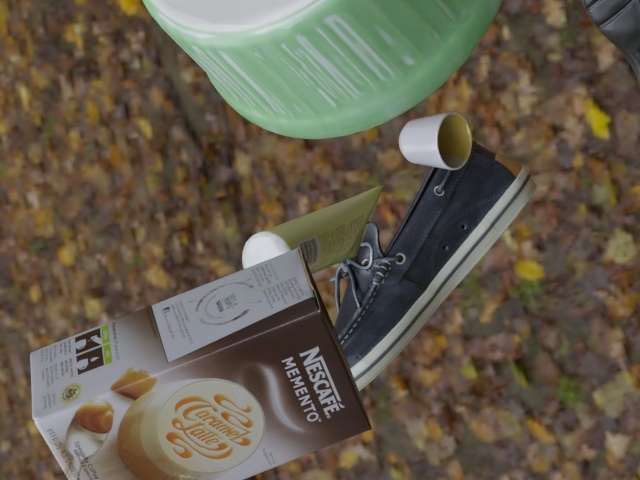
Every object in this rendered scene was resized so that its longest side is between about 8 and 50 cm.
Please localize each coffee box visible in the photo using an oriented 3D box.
[{"bbox_3d":[-0.100,0.126,1.184,0.098,0.246,0.141,-111,-2,-57],"label":"coffee box"}]

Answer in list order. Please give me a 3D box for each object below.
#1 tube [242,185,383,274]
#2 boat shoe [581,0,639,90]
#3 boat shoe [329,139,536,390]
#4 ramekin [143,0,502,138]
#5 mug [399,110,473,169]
[{"bbox_3d":[0.000,0.000,1.525,0.070,0.240,0.062,-25,88,31],"label":"tube"},{"bbox_3d":[0.393,-0.206,1.506,0.122,0.120,0.324,-13,123,38],"label":"boat shoe"},{"bbox_3d":[0.092,0.054,1.949,0.156,0.500,0.187,41,169,-2],"label":"boat shoe"},{"bbox_3d":[-0.008,-0.250,1.152,0.303,0.148,0.303,-13,64,27],"label":"ramekin"},{"bbox_3d":[0.124,-0.105,1.524,0.064,0.078,0.062,2,82,42],"label":"mug"}]
